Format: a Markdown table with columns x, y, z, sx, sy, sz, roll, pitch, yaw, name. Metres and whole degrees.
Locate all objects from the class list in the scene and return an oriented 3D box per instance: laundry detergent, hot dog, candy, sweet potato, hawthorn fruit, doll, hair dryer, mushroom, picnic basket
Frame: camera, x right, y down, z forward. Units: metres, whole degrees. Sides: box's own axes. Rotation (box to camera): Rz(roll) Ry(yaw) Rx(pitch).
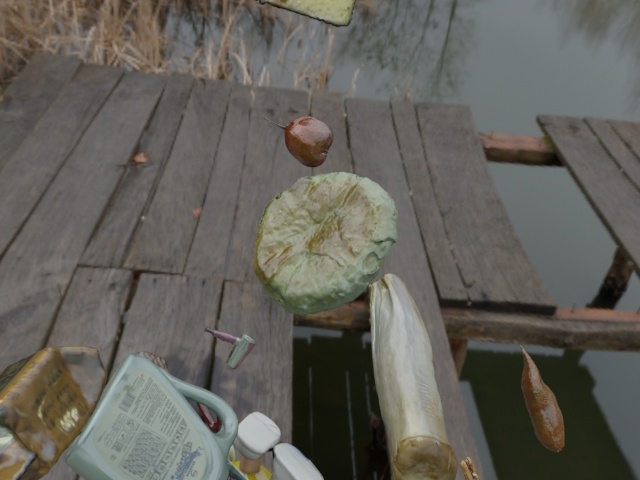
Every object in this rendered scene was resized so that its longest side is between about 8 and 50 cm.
| x | y | z | sx | sy | sz | roll | pitch | yaw | name |
| --- | --- | --- | --- | --- | --- | --- | --- | --- | --- |
| -0.222 | 0.319 | 0.983 | 0.280 | 0.105 | 0.215 | 32 | 44 | -12 | laundry detergent |
| 0.350 | 0.545 | 1.468 | 0.037 | 0.083 | 0.021 | -25 | 2 | -27 | hot dog |
| -0.311 | 0.194 | 0.648 | 0.143 | 0.101 | 0.271 | -26 | 11 | 6 | candy |
| 0.367 | 0.267 | 1.064 | 0.056 | 0.195 | 0.056 | -22 | 6 | 3 | sweet potato |
| -0.033 | -0.145 | 0.875 | 0.103 | 0.067 | 0.067 | 25 | 36 | 6 | hawthorn fruit |
| -0.131 | 0.560 | 1.323 | 0.161 | 0.423 | 0.348 | -8 | 15 | -41 | doll |
| -0.280 | 0.301 | 1.888 | 0.154 | 0.106 | 0.054 | 39 | -5 | -17 | hair dryer |
| 0.125 | 0.195 | 0.917 | 0.094 | 0.123 | 0.351 | -11 | 40 | 3 | mushroom |
| -0.485 | 0.376 | 1.647 | 0.110 | 0.193 | 0.055 | 33 | 17 | -40 | picnic basket |

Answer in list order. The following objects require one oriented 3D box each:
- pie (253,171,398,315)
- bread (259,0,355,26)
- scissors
| x | y | z | sx | sy | sz | roll | pitch | yaw | name |
| --- | --- | --- | --- | --- | --- | --- | --- | --- | --- |
| 0.000 | 0.000 | 1.207 | 0.306 | 0.071 | 0.307 | -10 | 64 | 21 | pie |
| -0.029 | -0.414 | 0.833 | 0.240 | 0.178 | 0.135 | 9 | 51 | -30 | bread |
| -0.168 | 0.392 | 1.117 | 0.248 | 0.144 | 0.017 | 51 | 34 | 18 | scissors |
